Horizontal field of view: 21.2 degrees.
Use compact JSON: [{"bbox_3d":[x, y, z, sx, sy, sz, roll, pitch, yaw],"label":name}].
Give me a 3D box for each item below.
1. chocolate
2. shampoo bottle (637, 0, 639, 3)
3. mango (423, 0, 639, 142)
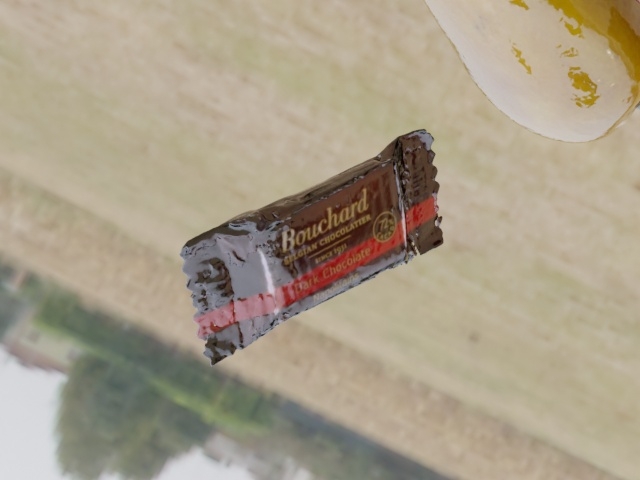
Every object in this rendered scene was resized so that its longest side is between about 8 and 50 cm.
[{"bbox_3d":[0.000,0.000,0.973,0.028,0.182,0.086,21,132,47],"label":"chocolate"},{"bbox_3d":[0.271,-0.126,0.958,0.314,0.118,0.076,34,148,-22],"label":"shampoo bottle"},{"bbox_3d":[0.165,-0.176,1.310,0.175,0.139,0.254,22,164,51],"label":"mango"}]
